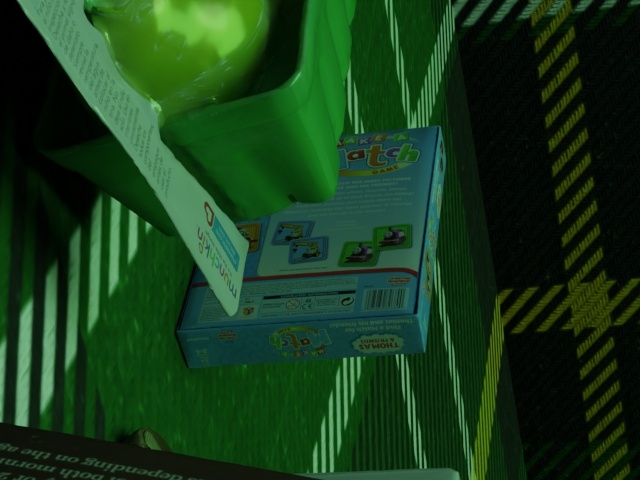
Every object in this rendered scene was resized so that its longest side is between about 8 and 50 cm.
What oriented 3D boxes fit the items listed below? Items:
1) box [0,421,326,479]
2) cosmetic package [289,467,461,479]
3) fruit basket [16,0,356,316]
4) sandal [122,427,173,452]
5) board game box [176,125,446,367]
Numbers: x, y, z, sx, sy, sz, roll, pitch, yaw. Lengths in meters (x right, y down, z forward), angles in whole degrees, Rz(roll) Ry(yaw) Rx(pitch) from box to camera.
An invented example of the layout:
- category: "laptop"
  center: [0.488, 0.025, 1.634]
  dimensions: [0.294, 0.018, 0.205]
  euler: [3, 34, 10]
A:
- category: "box"
  center: [-0.106, 0.188, 0.425]
  dimensions: [0.381, 0.191, 0.143]
  euler: [-42, 138, -68]
- category: "cosmetic package"
  center: [0.033, 0.374, 1.120]
  dimensions: [0.217, 0.156, 0.385]
  euler: [69, 20, -55]
- category: "fruit basket"
  center: [-0.108, -0.184, 0.851]
  dimensions: [0.353, 0.165, 0.327]
  euler: [51, 32, -39]
- category: "sandal"
  center: [-0.089, 0.197, 0.926]
  dimensions: [0.072, 0.049, 0.180]
  euler: [34, 37, -80]
- category: "board game box"
  center: [0.000, 0.000, 1.121]
  dimensions: [0.211, 0.160, 0.039]
  euler: [-79, 160, -50]
